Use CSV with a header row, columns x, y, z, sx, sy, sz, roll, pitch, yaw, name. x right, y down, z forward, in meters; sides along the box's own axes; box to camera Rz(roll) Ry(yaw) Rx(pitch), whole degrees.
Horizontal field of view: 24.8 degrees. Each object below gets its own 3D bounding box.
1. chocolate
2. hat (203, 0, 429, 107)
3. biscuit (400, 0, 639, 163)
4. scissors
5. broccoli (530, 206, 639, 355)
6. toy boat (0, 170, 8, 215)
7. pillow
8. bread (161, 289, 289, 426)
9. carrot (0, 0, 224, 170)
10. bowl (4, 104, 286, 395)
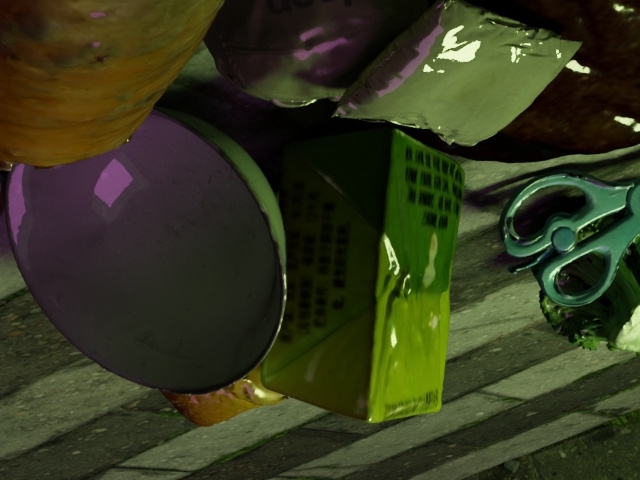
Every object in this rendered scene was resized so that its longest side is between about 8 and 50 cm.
x,y,z,sx,sy,sz,roll,pitch,yaw,name
0.050,0.039,1.542,0.137,0.289,0.301,4,177,19,chocolate
-0.013,-0.207,1.151,0.214,0.149,0.245,-18,170,4,hat
0.247,-0.205,1.362,0.407,0.091,0.407,-7,155,-3,biscuit
0.410,-0.058,1.856,0.393,0.180,0.032,-29,-165,-1,scissors
0.415,0.054,1.999,0.261,0.241,0.269,13,120,-18,broccoli
-0.370,-0.045,1.432,0.122,0.034,0.096,0,148,-33,toy boat
0.120,-0.141,1.247,0.148,0.050,0.229,-46,154,26,pillow
-0.104,0.076,1.605,0.142,0.270,0.195,-12,131,28,bread
-0.165,-0.189,0.954,0.224,0.224,0.341,-9,162,-18,carrot
-0.141,-0.016,1.429,0.313,0.313,0.146,-32,-174,37,bowl
